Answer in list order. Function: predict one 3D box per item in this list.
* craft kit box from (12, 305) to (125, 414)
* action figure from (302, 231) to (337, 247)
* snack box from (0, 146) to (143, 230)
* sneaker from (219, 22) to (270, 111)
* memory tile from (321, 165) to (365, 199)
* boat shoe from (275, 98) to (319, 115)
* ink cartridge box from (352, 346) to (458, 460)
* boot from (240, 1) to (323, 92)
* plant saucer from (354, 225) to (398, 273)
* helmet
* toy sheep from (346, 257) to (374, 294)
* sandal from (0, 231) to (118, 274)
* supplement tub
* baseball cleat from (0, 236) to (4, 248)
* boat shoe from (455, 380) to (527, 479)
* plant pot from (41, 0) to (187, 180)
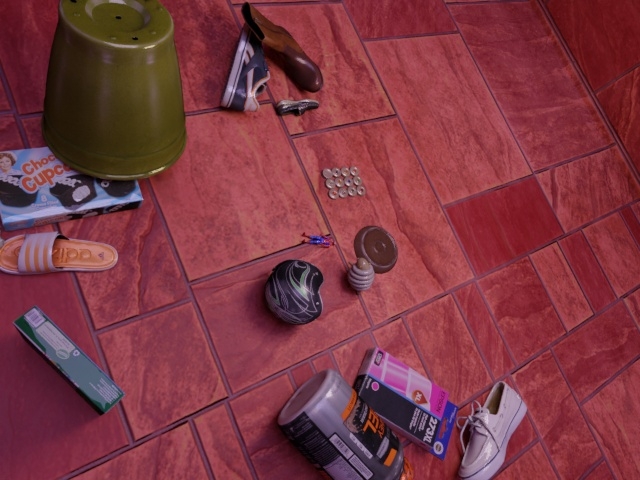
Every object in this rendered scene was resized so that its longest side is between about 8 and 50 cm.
[{"bbox_3d":[-0.530,0.265,1.040,0.250,0.246,0.061,46,61,-3],"label":"craft kit box"},{"bbox_3d":[0.000,0.000,1.531,0.115,0.030,0.038,11,62,-25],"label":"action figure"},{"bbox_3d":[-0.643,-0.149,1.249,0.321,0.060,0.187,-15,77,-30],"label":"snack box"},{"bbox_3d":[-0.228,-0.548,1.572,0.127,0.126,0.321,16,70,-20],"label":"sneaker"},{"bbox_3d":[0.080,-0.197,1.654,0.147,0.012,0.113,-10,76,-29],"label":"memory tile"},{"bbox_3d":[-0.075,-0.444,1.651,0.152,0.056,0.049,-9,80,-19],"label":"boat shoe"},{"bbox_3d":[0.267,0.488,1.460,0.370,0.069,0.176,35,60,-13],"label":"ink cartridge box"},{"bbox_3d":[-0.113,-0.616,1.577,0.264,0.096,0.280,64,19,8],"label":"boot"},{"bbox_3d":[0.190,0.025,1.615,0.168,0.029,0.169,10,66,-23],"label":"plant saucer"},{"bbox_3d":[-0.073,0.151,1.360,0.169,0.169,0.162,26,46,-16],"label":"helmet"},{"bbox_3d":[0.123,0.110,1.507,0.091,0.132,0.091,0,34,0],"label":"toy sheep"},{"bbox_3d":[-0.630,0.024,1.180,0.265,0.076,0.102,1,71,-26],"label":"sandal"},{"bbox_3d":[0.069,0.518,1.262,0.338,0.207,0.207,48,58,-4],"label":"supplement tub"},{"bbox_3d":[-0.818,-0.050,1.120,0.109,0.072,0.206,-34,79,-18],"label":"baseball cleat"},{"bbox_3d":[0.502,0.565,1.502,0.367,0.136,0.156,-38,90,-35],"label":"boat shoe"},{"bbox_3d":[-0.493,-0.401,1.199,0.366,0.353,0.367,12,52,-16],"label":"plant pot"}]
